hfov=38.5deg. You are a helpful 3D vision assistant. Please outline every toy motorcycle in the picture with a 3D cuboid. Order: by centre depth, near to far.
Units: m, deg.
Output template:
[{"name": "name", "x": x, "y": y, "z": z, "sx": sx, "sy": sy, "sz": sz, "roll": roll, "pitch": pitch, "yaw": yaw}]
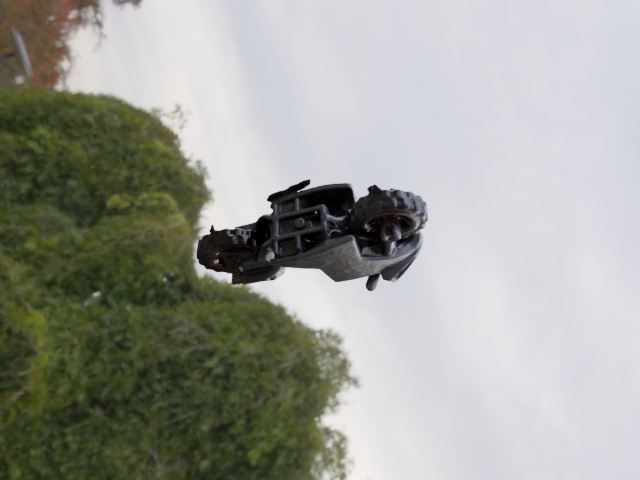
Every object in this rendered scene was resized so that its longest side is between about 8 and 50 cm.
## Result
[{"name": "toy motorcycle", "x": 0.000, "y": 0.000, "z": 0.826, "sx": 0.122, "sy": 0.215, "sz": 0.080, "roll": 45, "pitch": 38, "yaw": -55}]
